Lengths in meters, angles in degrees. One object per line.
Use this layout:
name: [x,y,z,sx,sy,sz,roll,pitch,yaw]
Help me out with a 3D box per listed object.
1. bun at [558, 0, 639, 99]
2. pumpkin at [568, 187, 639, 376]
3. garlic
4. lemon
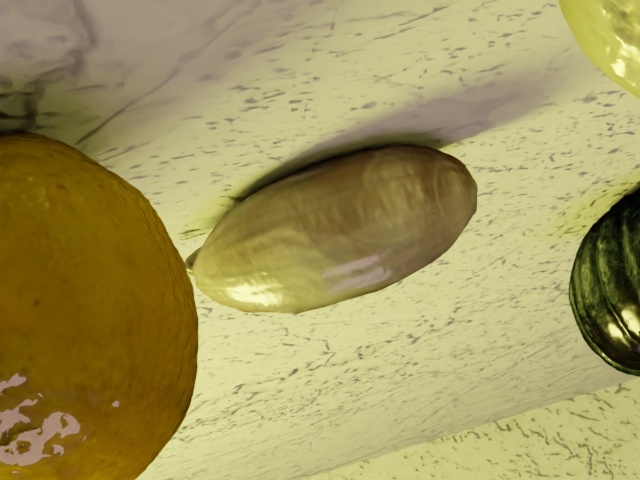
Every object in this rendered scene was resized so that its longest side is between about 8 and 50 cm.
bun: [0.218,-0.123,0.654,0.220,0.134,0.220,-17,161,-6]
pumpkin: [0.316,0.031,1.271,0.220,0.162,0.220,-12,161,-4]
garlic: [0.006,-0.003,0.946,0.195,0.087,0.101,-22,177,5]
lemon: [-0.151,0.046,0.733,0.188,0.188,0.257,-17,169,-3]
